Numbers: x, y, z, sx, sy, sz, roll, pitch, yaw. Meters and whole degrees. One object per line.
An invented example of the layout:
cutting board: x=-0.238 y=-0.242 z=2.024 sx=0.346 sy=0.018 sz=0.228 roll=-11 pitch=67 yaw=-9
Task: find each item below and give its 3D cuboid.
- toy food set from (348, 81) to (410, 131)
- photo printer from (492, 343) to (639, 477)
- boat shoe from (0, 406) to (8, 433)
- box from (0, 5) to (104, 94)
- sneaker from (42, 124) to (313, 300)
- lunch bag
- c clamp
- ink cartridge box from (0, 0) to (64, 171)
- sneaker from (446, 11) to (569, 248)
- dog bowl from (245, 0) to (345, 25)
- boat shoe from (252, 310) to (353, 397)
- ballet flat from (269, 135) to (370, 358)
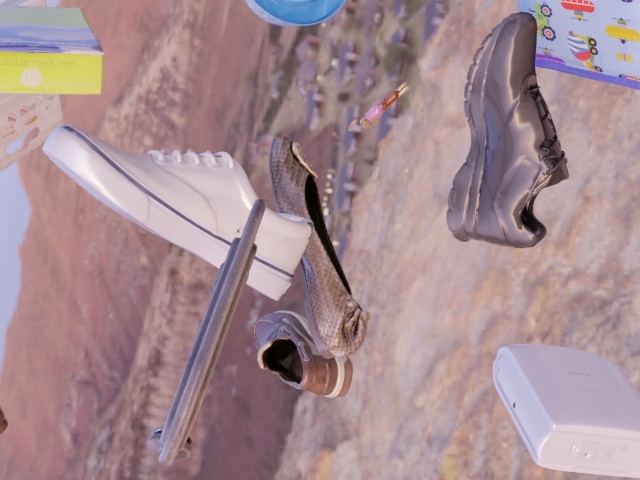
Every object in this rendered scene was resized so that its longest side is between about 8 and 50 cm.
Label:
toy food set: x=0.099 y=-0.206 z=1.456 sx=0.122 sy=0.019 sz=0.078 roll=-38 pitch=-3 yaw=-7
photo printer: x=0.470 y=0.300 z=1.737 sx=0.307 sy=0.256 sz=0.107 roll=-106 pitch=27 yaw=-64
boat shoe: x=-0.267 y=0.151 z=0.591 sx=0.178 sy=0.060 sz=0.064 roll=-43 pitch=15 yaw=17
box: x=-0.238 y=-0.156 z=0.759 sx=0.178 sy=0.109 sz=0.042 roll=-130 pitch=41 yaw=-59
sneaker: x=-0.116 y=-0.042 z=0.819 sx=0.094 sy=0.258 sz=0.091 roll=20 pitch=80 yaw=56
lunch bag: x=0.360 y=-0.281 z=1.046 sx=0.293 sy=0.138 sz=0.221 roll=40 pitch=154 yaw=49
c clamp: x=-0.055 y=0.050 z=0.481 sx=0.137 sy=0.022 sz=0.161 roll=119 pitch=171 yaw=-47
ink cartridge box: x=-0.461 y=-0.223 z=1.354 sx=0.181 sy=0.056 sz=0.225 roll=-47 pitch=-28 yaw=-42
sneaker: x=0.237 y=-0.124 z=1.111 sx=0.109 sy=0.130 sz=0.286 roll=-28 pitch=-52 yaw=-50
dog bowl: x=-0.009 y=-0.432 z=1.329 sx=0.297 sy=0.166 sz=0.074 roll=-59 pitch=14 yaw=-11
boat shoe: x=-0.053 y=0.165 z=1.434 sx=0.257 sy=0.095 sz=0.095 roll=18 pitch=101 yaw=58
ballet flat: x=0.000 y=0.000 z=0.979 sx=0.084 sy=0.058 sz=0.250 roll=29 pitch=-137 yaw=-62
